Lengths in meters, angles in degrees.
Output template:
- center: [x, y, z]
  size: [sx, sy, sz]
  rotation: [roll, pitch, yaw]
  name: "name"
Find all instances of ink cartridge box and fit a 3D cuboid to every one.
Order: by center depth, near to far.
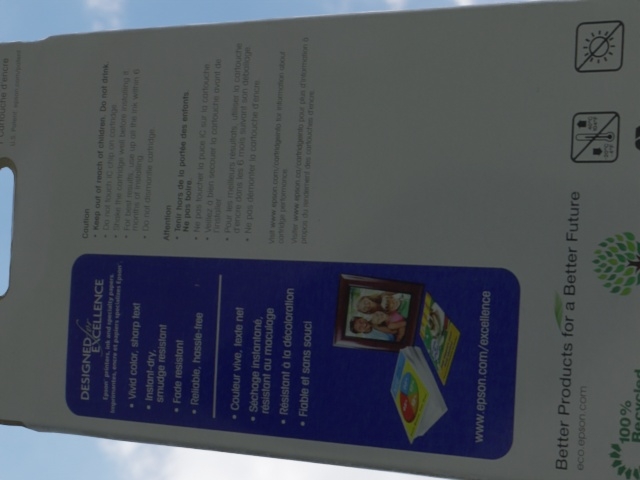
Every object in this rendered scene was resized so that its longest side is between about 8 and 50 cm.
- center: [0.000, 0.000, 0.588]
  size: [0.333, 0.065, 0.165]
  rotation: [3, -92, 31]
  name: "ink cartridge box"
